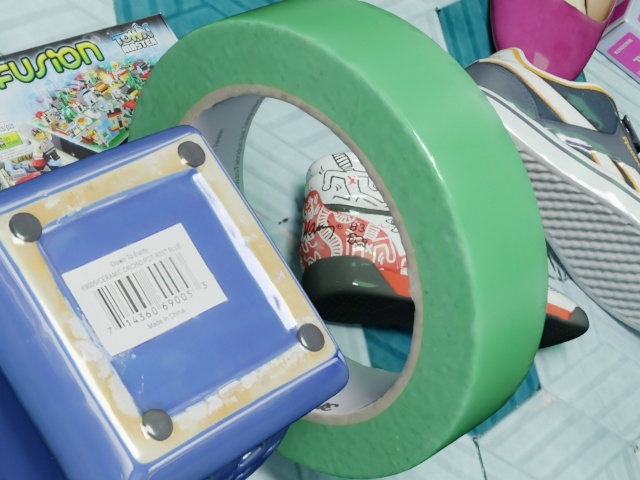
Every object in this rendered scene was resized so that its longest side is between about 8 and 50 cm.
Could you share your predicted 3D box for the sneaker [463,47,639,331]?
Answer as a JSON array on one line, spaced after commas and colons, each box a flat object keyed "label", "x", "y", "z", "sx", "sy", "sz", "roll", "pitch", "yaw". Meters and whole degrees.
[{"label": "sneaker", "x": 0.252, "y": -0.052, "z": 1.265, "sx": 0.321, "sy": 0.126, "sz": 0.127, "roll": 43, "pitch": 54, "yaw": -3}]

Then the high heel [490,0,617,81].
[{"label": "high heel", "x": 0.281, "y": -0.307, "z": 1.394, "sx": 0.127, "sy": 0.181, "sz": 0.377, "roll": 31, "pitch": 51, "yaw": -15}]

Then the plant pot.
[{"label": "plant pot", "x": -0.139, "y": 0.071, "z": 0.875, "sx": 0.236, "sy": 0.212, "sz": 0.236, "roll": -26, "pitch": 81, "yaw": -41}]

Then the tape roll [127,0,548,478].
[{"label": "tape roll", "x": 0.000, "y": 0.000, "z": 0.936, "sx": 0.077, "sy": 0.321, "sz": 0.321, "roll": -25, "pitch": 80, "yaw": -40}]

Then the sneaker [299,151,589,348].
[{"label": "sneaker", "x": 0.106, "y": 0.003, "z": 1.159, "sx": 0.270, "sy": 0.090, "sz": 0.145, "roll": 10, "pitch": 61, "yaw": -26}]

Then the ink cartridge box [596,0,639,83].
[{"label": "ink cartridge box", "x": 0.452, "y": -0.187, "z": 1.523, "sx": 0.311, "sy": 0.065, "sz": 0.186, "roll": 38, "pitch": 50, "yaw": -12}]

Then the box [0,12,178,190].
[{"label": "box", "x": -0.180, "y": -0.098, "z": 1.061, "sx": 0.207, "sy": 0.036, "sz": 0.114, "roll": -25, "pitch": 79, "yaw": -40}]
